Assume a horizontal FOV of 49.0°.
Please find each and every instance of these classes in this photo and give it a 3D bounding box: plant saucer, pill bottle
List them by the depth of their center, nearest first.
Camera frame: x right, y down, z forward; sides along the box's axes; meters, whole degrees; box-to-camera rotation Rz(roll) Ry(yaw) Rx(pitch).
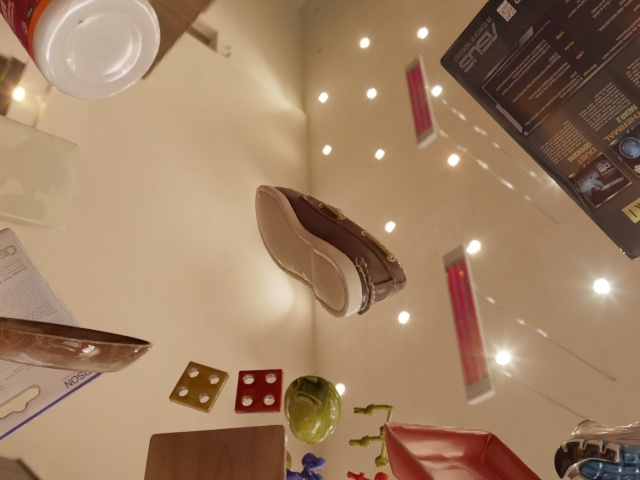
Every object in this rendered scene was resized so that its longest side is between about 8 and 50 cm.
[{"bbox_3d":[-0.261,-0.249,0.700,0.121,0.121,0.221,-50,-121,15],"label":"pill bottle"},{"bbox_3d":[-0.280,0.111,0.748,0.198,0.198,0.036,1,-100,55],"label":"plant saucer"},{"bbox_3d":[0.205,0.304,0.754,0.259,0.258,0.048,43,-75,40],"label":"plant saucer"}]

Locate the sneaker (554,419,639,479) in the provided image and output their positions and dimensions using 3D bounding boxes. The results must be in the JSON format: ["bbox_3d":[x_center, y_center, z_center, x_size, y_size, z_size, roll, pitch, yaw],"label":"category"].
[{"bbox_3d":[0.316,0.201,0.631,0.190,0.083,0.071,13,-65,27],"label":"sneaker"}]

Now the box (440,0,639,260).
[{"bbox_3d":[0.202,-0.118,0.384,0.059,0.183,0.233,-38,173,-39],"label":"box"}]

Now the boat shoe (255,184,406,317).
[{"bbox_3d":[0.000,0.000,1.005,0.324,0.096,0.116,41,-42,53],"label":"boat shoe"}]

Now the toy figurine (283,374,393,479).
[{"bbox_3d":[-0.018,0.414,1.070,0.217,0.191,0.362,-52,155,-52],"label":"toy figurine"}]

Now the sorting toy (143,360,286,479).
[{"bbox_3d":[-0.095,0.238,0.653,0.132,0.046,0.274,-5,-132,3],"label":"sorting toy"}]

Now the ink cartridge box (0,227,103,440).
[{"bbox_3d":[-0.425,0.134,0.883,0.223,0.224,0.045,-33,-171,-12],"label":"ink cartridge box"}]

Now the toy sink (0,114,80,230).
[{"bbox_3d":[-0.538,-0.114,1.144,0.131,0.234,0.153,-1,-102,36],"label":"toy sink"}]
